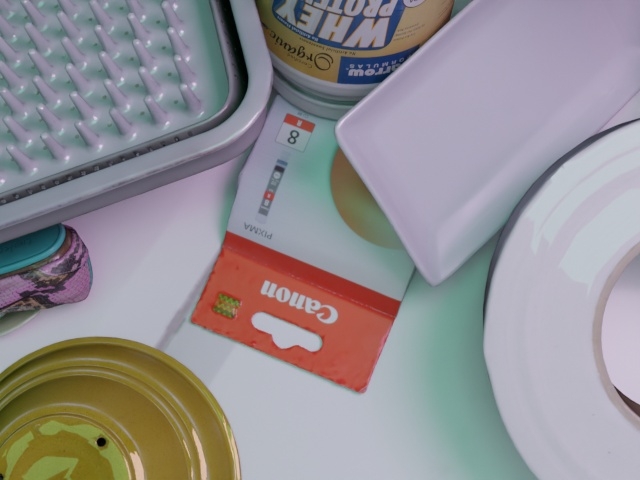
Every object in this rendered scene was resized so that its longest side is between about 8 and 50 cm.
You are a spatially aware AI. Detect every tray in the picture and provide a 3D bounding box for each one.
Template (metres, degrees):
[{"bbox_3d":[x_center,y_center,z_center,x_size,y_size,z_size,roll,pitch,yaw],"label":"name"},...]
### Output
[{"bbox_3d":[0.130,-0.107,0.797,0.270,0.030,0.145,-43,119,-17],"label":"tray"}]

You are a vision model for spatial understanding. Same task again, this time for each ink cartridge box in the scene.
[{"bbox_3d":[0.000,0.000,0.826,0.145,0.045,0.179,22,79,7],"label":"ink cartridge box"}]

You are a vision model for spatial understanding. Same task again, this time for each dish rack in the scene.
[{"bbox_3d":[-0.201,-0.121,0.803,0.332,0.072,0.286,-19,59,6],"label":"dish rack"}]

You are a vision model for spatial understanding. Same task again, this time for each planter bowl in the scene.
[{"bbox_3d":[-0.167,0.169,0.780,0.217,0.090,0.217,-1,79,4],"label":"planter bowl"}]

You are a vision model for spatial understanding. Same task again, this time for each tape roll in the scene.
[{"bbox_3d":[0.248,0.056,0.738,0.286,0.100,0.286,0,94,7],"label":"tape roll"}]

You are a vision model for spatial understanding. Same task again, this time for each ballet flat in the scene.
[{"bbox_3d":[-0.271,0.045,0.819,0.221,0.079,0.077,-12,35,0],"label":"ballet flat"}]

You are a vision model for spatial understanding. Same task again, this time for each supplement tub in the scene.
[{"bbox_3d":[0.024,-0.188,0.764,0.144,0.200,0.144,2,59,-4],"label":"supplement tub"}]
